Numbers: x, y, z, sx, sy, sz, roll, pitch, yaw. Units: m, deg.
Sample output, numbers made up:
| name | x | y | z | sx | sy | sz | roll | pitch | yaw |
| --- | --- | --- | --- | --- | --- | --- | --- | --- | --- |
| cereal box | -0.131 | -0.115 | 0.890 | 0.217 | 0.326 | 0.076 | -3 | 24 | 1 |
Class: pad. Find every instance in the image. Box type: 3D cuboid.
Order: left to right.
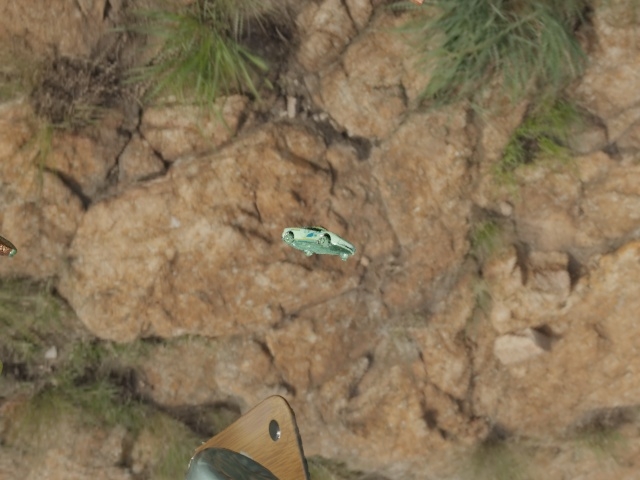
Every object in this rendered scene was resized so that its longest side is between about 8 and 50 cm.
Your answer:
| name | x | y | z | sx | sy | sz | roll | pitch | yaw |
| --- | --- | --- | --- | --- | --- | --- | --- | --- | --- |
| pad | -0.075 | 0.354 | 0.994 | 0.018 | 0.284 | 0.286 | 2 | 151 | -34 |

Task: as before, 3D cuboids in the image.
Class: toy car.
| name | x | y | z | sx | sy | sz | roll | pitch | yaw |
| --- | --- | --- | --- | --- | --- | --- | --- | --- | --- |
| toy car | 0.000 | 0.000 | 1.802 | 0.093 | 0.186 | 0.058 | 33 | 70 | -44 |

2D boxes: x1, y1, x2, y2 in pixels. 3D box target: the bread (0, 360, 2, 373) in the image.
| name | x | y | z | sx | sy | sz | roll | pitch | yaw |
| --- | --- | --- | --- | --- | --- | --- | --- | --- | --- |
| bread | -0.594 | 0.220 | 1.362 | 0.139 | 0.130 | 0.071 | -11 | 117 | 21 |

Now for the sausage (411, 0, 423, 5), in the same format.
| name | x | y | z | sx | sy | sz | roll | pitch | yaw |
| --- | --- | --- | --- | --- | --- | --- | --- | --- | --- |
| sausage | 0.114 | -0.462 | 1.390 | 0.169 | 0.065 | 0.065 | 36 | 112 | 0 |

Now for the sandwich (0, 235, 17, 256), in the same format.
| name | x | y | z | sx | sy | sz | roll | pitch | yaw |
| --- | --- | --- | --- | --- | --- | --- | --- | --- | --- |
| sandwich | -0.671 | -0.004 | 1.658 | 0.135 | 0.067 | 0.029 | 25 | 99 | -29 |

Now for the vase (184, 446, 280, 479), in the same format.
| name | x | y | z | sx | sy | sz | roll | pitch | yaw |
| --- | --- | --- | --- | --- | --- | --- | --- | --- | --- |
| vase | -0.100 | 0.250 | 0.561 | 0.096 | 0.096 | 0.219 | 26 | 94 | -30 |
